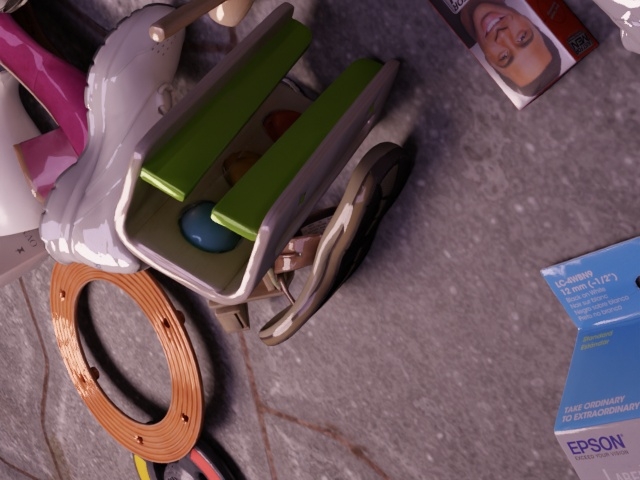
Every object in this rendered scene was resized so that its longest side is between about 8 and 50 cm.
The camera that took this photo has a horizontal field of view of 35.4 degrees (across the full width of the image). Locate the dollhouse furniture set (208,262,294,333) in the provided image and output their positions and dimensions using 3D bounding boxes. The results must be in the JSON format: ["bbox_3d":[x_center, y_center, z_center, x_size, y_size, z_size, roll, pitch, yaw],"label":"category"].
[{"bbox_3d":[-0.087,-0.010,1.142,0.182,0.101,0.161,69,-169,-60],"label":"dollhouse furniture set"}]

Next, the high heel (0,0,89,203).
[{"bbox_3d":[-0.308,-0.242,1.186,0.181,0.127,0.377,-21,94,10],"label":"high heel"}]

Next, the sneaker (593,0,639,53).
[{"bbox_3d":[0.280,-0.176,0.654,0.305,0.114,0.152,33,149,29],"label":"sneaker"}]

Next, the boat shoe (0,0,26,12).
[{"bbox_3d":[-0.312,-0.346,1.080,0.077,0.070,0.219,38,106,11],"label":"boat shoe"}]

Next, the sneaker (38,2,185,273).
[{"bbox_3d":[-0.189,-0.102,1.066,0.129,0.111,0.297,19,95,21],"label":"sneaker"}]

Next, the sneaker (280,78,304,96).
[{"bbox_3d":[-0.031,-0.133,1.009,0.083,0.035,0.031,41,137,15],"label":"sneaker"}]

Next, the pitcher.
[{"bbox_3d":[-0.428,-0.117,1.347,0.177,0.125,0.207,8,113,64],"label":"pitcher"}]

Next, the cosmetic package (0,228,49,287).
[{"bbox_3d":[-0.525,-0.024,1.404,0.224,0.224,0.138,55,139,-2],"label":"cosmetic package"}]

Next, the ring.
[{"bbox_3d":[-0.270,0.154,1.405,0.336,0.032,0.337,20,122,37],"label":"ring"}]

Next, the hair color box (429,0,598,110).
[{"bbox_3d":[0.146,-0.183,0.803,0.141,0.043,0.072,50,138,4],"label":"hair color box"}]

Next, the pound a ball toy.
[{"bbox_3d":[-0.075,-0.109,0.889,0.208,0.319,0.136,29,134,5],"label":"pound a ball toy"}]

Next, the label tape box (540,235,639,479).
[{"bbox_3d":[0.331,0.162,0.809,0.249,0.115,0.348,-24,100,49],"label":"label tape box"}]

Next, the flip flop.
[{"bbox_3d":[0.000,0.000,1.011,0.080,0.112,0.277,36,132,10],"label":"flip flop"}]

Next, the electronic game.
[{"bbox_3d":[-0.196,0.366,1.492,0.229,0.048,0.229,24,130,31],"label":"electronic game"}]
